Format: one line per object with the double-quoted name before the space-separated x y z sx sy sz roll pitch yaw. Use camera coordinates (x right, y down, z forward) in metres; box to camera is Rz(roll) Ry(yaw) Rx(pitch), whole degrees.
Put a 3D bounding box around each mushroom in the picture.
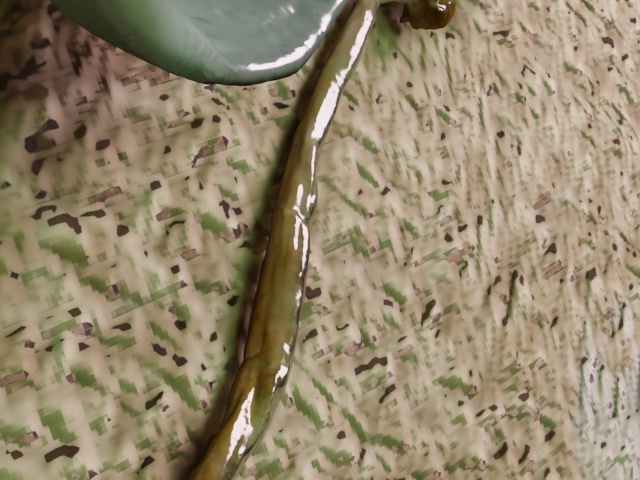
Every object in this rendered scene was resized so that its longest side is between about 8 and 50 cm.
"mushroom" -0.006 -0.002 0.527 0.286 0.028 0.026 -65 173 -47

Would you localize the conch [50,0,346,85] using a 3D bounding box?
"conch" -0.031 -0.131 0.445 0.185 0.121 0.221 63 34 -18
